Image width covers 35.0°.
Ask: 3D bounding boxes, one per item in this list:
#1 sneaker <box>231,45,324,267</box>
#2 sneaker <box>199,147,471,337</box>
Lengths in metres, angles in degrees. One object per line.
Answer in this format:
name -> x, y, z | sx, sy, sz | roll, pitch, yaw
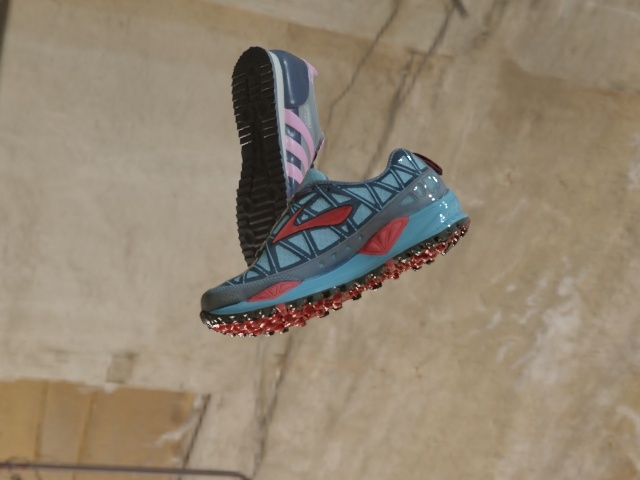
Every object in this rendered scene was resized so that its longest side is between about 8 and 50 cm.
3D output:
sneaker -> -0.040, -0.101, 1.388 | 0.112, 0.131, 0.319 | 1, -88, 43
sneaker -> 0.000, 0.000, 0.947 | 0.104, 0.261, 0.125 | 84, -20, -72
